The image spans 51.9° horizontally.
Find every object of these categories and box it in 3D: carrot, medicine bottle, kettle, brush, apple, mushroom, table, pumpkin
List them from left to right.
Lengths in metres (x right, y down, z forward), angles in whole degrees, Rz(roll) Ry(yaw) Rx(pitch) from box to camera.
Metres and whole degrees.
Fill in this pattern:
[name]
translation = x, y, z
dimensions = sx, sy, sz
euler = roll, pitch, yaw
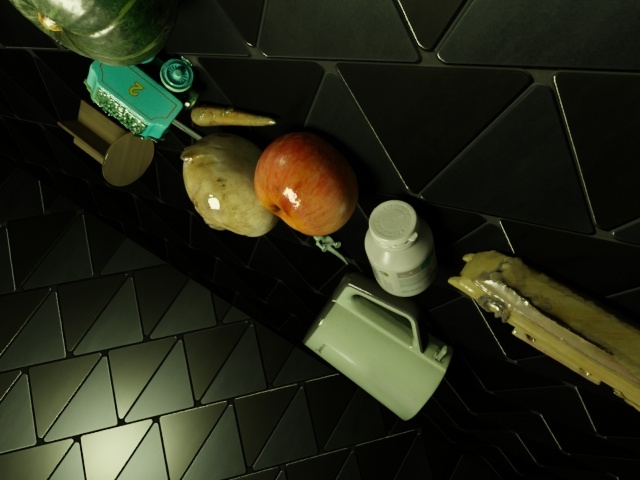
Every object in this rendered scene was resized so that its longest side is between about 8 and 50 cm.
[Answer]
[pumpkin]
translation = -0.357, -0.404, 0.996
dimensions = 0.300, 0.207, 0.300
euler = 30, 176, 2
[table]
translation = -0.596, -0.277, 1.804
dimensions = 0.226, 0.167, 0.167
euler = 35, 164, 22
[brush]
translation = -0.280, -0.244, 1.557
dimensions = 0.266, 0.027, 0.062
euler = 33, 162, 11
[mushroom]
translation = -0.190, -0.118, 1.403
dimensions = 0.255, 0.255, 0.184
euler = 39, 130, -18
[carrot]
translation = -0.180, -0.250, 1.342
dimensions = 0.254, 0.049, 0.049
euler = 13, 154, 39
[apple]
translation = -0.027, -0.103, 1.274
dimensions = 0.209, 0.164, 0.209
euler = 32, 163, 11
[kettle]
translation = 0.174, 0.276, 1.852
dimensions = 0.376, 0.250, 0.361
euler = 34, 141, 3
[medicine bottle]
translation = 0.159, 0.014, 1.311
dimensions = 0.135, 0.135, 0.215
euler = 24, 160, 25

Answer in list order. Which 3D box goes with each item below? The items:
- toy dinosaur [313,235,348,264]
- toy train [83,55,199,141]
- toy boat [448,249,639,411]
[toy dinosaur]
translation = 0.003, -0.003, 1.686
dimensions = 0.106, 0.044, 0.187
euler = 37, 179, 33
[toy train]
translation = -0.350, -0.304, 1.290
dimensions = 0.203, 0.163, 0.112
euler = 37, 160, -13
[toy boat]
translation = 0.452, 0.155, 1.231
dimensions = 0.445, 0.136, 0.162
euler = 32, 158, 16
